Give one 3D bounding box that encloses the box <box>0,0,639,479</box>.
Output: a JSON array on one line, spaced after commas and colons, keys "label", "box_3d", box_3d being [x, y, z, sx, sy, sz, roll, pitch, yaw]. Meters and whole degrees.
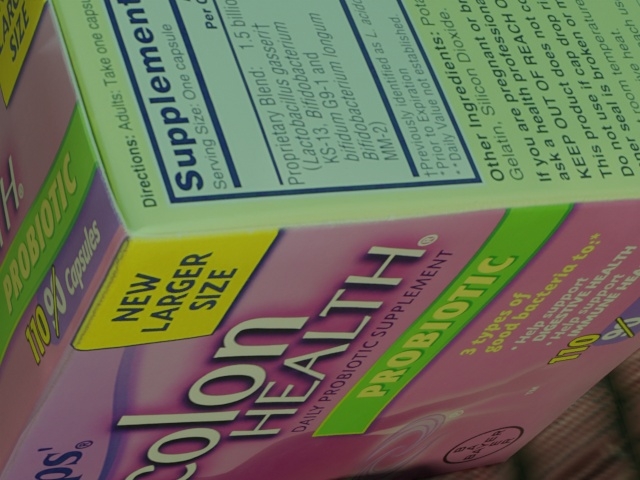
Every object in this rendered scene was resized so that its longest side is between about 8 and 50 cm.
[{"label": "box", "box_3d": [0.000, 0.000, 0.471, 0.243, 0.213, 0.117, -4, 59, -30]}]
